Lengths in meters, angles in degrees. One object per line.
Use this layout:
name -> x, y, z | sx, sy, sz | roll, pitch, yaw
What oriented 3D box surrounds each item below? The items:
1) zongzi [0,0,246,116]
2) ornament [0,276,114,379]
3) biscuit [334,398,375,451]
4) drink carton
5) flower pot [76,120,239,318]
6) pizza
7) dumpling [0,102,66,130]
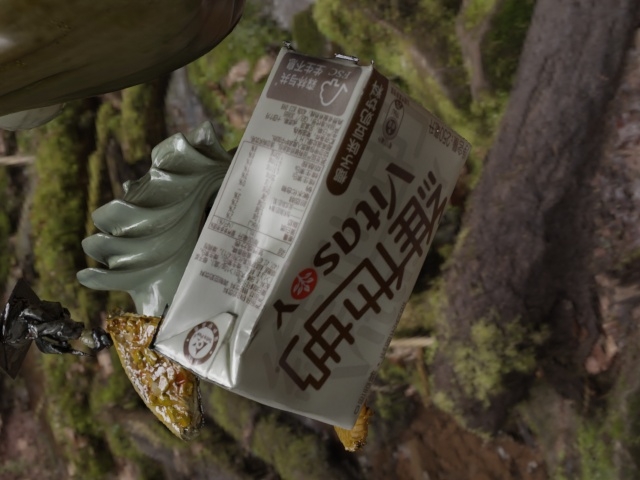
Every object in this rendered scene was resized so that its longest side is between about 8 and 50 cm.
zongzi -> -0.188, -0.063, 0.510 | 0.181, 0.447, 0.418 | 32, -108, -82
ornament -> -0.475, 0.181, 1.972 | 0.196, 0.153, 0.166 | 13, 157, 12
biscuit -> 0.021, 0.132, 1.336 | 0.254, 0.035, 0.254 | 169, 90, -81
drink carton -> 0.000, -0.001, 1.048 | 0.132, 0.194, 0.324 | 20, 85, 43
flower pot -> -0.238, -0.009, 1.810 | 0.254, 0.367, 0.164 | 49, 148, -15
pizza -> -0.174, 0.133, 1.170 | 0.131, 0.041, 0.178 | -42, 72, 49
dumpling -> -0.309, -0.236, 1.188 | 0.187, 0.243, 0.318 | 56, -170, -25
